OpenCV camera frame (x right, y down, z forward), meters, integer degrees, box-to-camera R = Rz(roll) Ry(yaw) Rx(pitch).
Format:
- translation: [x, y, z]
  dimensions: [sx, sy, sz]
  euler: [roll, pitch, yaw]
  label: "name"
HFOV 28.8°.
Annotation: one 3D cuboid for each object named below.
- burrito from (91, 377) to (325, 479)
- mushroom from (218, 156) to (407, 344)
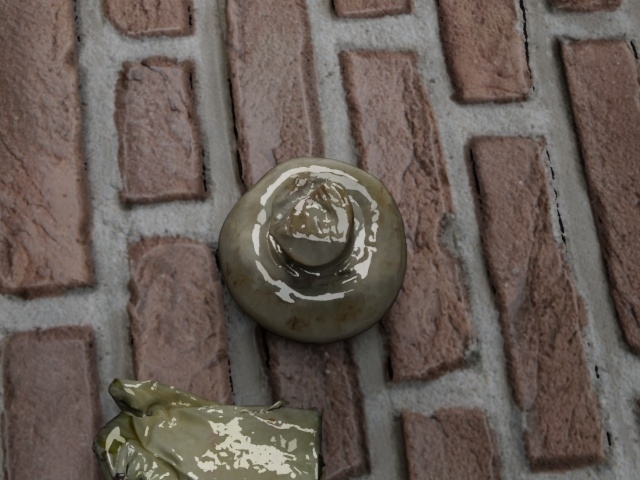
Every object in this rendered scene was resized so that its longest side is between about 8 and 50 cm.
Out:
- translation: [-0.158, 0.311, 1.798]
  dimensions: [0.332, 0.135, 0.190]
  euler: [8, 58, -4]
  label: "burrito"
- translation: [0.000, 0.000, 1.870]
  dimensions: [0.298, 0.290, 0.297]
  euler: [4, 68, -9]
  label: "mushroom"
